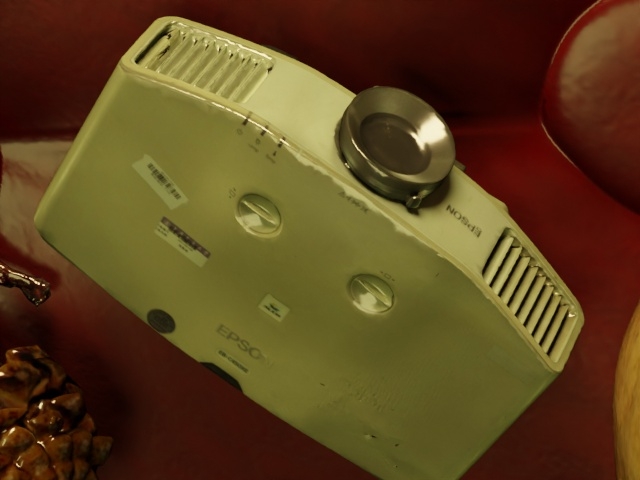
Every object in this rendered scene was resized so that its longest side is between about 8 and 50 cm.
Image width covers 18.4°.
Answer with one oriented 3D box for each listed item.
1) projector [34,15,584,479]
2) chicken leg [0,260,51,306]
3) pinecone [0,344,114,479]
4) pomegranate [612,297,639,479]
[{"bbox_3d":[0.000,0.000,1.029,0.269,0.088,0.193,35,135,-2],"label":"projector"},{"bbox_3d":[-0.224,-0.011,1.195,0.062,0.037,0.145,-29,107,28],"label":"chicken leg"},{"bbox_3d":[-0.216,0.134,1.231,0.174,0.173,0.173,16,133,18],"label":"pinecone"},{"bbox_3d":[0.274,0.078,0.801,0.322,0.322,0.322,16,133,18],"label":"pomegranate"}]
